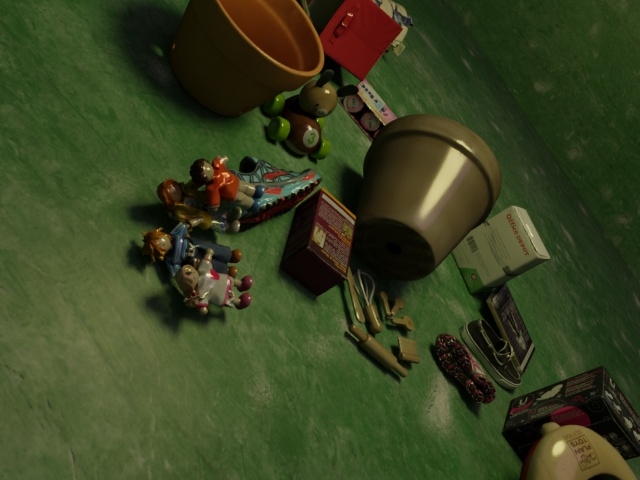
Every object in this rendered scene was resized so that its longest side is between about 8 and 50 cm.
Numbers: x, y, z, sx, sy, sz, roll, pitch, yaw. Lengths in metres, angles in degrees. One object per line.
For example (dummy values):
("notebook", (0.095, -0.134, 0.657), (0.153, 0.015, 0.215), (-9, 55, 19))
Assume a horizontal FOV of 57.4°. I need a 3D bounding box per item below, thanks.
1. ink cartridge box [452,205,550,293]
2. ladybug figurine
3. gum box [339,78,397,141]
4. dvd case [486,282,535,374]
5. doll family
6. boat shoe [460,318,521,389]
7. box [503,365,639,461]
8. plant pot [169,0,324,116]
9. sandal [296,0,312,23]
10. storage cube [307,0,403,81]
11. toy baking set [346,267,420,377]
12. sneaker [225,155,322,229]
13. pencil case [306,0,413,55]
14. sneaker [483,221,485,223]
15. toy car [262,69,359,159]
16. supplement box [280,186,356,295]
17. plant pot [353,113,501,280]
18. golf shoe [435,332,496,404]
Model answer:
("ink cartridge box", (0.484, 0.029, 1.592), (0.092, 0.219, 0.160), (7, 57, -48))
("ladybug figurine", (0.536, 0.595, 1.183), (0.304, 0.162, 0.450), (-7, 72, -27))
("gum box", (0.149, -0.352, 1.649), (0.188, 0.062, 0.107), (48, 35, -10))
("dvd case", (0.531, 0.237, 1.625), (0.164, 0.018, 0.221), (-27, 93, -56))
("doll family", (-0.195, -0.007, 0.919), (0.163, 0.118, 0.263), (24, 62, -46))
("boat shoe", (0.441, 0.284, 1.456), (0.219, 0.070, 0.078), (46, 35, -13))
("box", (0.580, 0.425, 1.346), (0.163, 0.247, 0.142), (55, 33, -1))
("plant pot", (-0.164, -0.388, 1.174), (0.290, 0.203, 0.291), (30, 42, -31))
("sandal", (-0.061, -0.538, 1.514), (0.086, 0.120, 0.303), (48, 32, -35))
("storage cube", (0.073, -0.592, 1.610), (0.193, 0.184, 0.215), (27, 22, -35))
("toy baking set", (0.113, 0.160, 1.206), (0.256, 0.030, 0.197), (40, 34, -22))
("sneaker", (-0.094, -0.118, 1.120), (0.125, 0.104, 0.261), (55, 34, 4))
("pencil case", (0.120, -0.732, 1.852), (0.410, 0.160, 0.184), (7, 41, -48))
("sneaker", (0.482, -0.025, 1.739), (0.272, 0.108, 0.100), (54, 36, 0))
("toy car", (-0.008, -0.294, 1.296), (0.155, 0.188, 0.149), (18, 48, -41))
("supplement box", (0.000, 0.000, 1.152), (0.104, 0.080, 0.188), (40, 37, -22))
("plant pot", (0.209, -0.074, 1.312), (0.323, 0.323, 0.280), (45, 52, -15))
("golf shoe", (0.320, 0.285, 1.327), (0.186, 0.067, 0.086), (53, 7, -2))
